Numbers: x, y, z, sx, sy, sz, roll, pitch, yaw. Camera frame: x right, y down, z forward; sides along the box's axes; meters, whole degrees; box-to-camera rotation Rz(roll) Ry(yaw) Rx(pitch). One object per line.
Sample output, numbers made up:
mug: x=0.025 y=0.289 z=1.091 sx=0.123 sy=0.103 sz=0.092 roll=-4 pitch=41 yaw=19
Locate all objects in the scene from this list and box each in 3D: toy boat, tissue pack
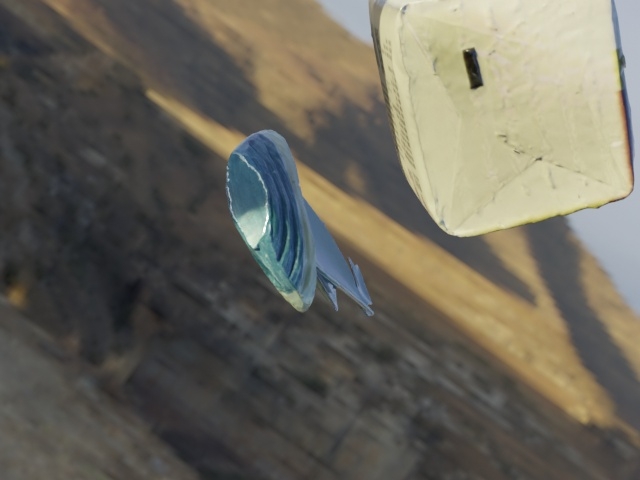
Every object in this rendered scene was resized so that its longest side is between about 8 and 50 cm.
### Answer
toy boat: x=-0.006 y=-0.010 z=0.942 sx=0.149 sy=0.034 sz=0.105 roll=1 pitch=66 yaw=-66
tissue pack: x=0.081 y=-0.072 z=0.809 sx=0.149 sy=0.099 sz=0.106 roll=-106 pitch=-177 yaw=-78
